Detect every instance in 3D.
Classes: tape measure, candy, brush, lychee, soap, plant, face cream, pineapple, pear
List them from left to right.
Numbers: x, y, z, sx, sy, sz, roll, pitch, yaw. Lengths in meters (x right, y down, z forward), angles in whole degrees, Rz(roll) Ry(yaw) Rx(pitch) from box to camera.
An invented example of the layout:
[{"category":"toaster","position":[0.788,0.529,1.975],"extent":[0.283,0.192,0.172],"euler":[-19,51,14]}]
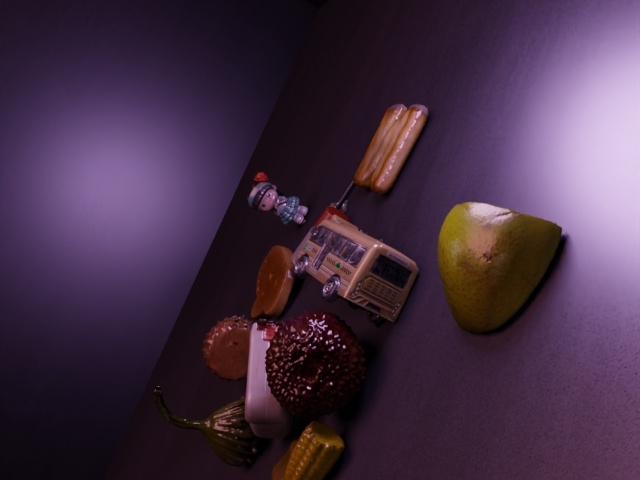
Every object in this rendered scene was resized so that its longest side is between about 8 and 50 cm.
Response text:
[{"category":"plant","position":[-0.325,0.527,1.839],"extent":[0.180,0.333,0.251],"euler":[-76,4,-68]},{"category":"pineapple","position":[-0.308,0.358,2.200],"extent":[0.223,0.223,0.357],"euler":[-63,9,-1]},{"category":"tape measure","position":[-0.127,0.382,1.681],"extent":[0.265,0.130,0.258],"euler":[85,-176,-54]},{"category":"soap","position":[-0.078,0.568,1.568],"extent":[0.140,0.045,0.089],"euler":[-56,24,17]},{"category":"candy","position":[-0.028,0.517,1.437],"extent":[0.199,0.106,0.094],"euler":[-61,39,17]},{"category":"lychee","position":[-0.011,0.287,1.504],"extent":[0.271,0.271,0.271],"euler":[-50,24,32]},{"category":"face cream","position":[0.000,0.000,2.011],"extent":[0.214,0.096,0.096],"euler":[-54,22,21]},{"category":"brush","position":[0.098,-0.188,2.099],"extent":[0.266,0.027,0.062],"euler":[-55,0,18]},{"category":"pear","position":[0.294,0.054,1.204],"extent":[0.288,0.139,0.239],"euler":[7,79,70]}]

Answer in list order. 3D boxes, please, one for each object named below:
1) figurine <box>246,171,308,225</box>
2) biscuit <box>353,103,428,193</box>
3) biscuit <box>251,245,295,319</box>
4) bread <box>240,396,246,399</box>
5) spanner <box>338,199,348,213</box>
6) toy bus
[{"category":"figurine","position":[-0.162,-0.150,2.372],"extent":[0.138,0.245,0.110],"euler":[-65,19,-3]},{"category":"biscuit","position":[0.211,-0.281,1.896],"extent":[0.291,0.062,0.237],"euler":[-63,21,1]},{"category":"biscuit","position":[-0.169,0.168,2.259],"extent":[0.287,0.057,0.344],"euler":[-65,20,9]},{"category":"bread","position":[-0.239,0.543,1.998],"extent":[0.036,0.047,0.083],"euler":[-22,37,15]},{"category":"spanner","position":[0.021,-0.042,2.127],"extent":[0.254,0.015,0.054],"euler":[-50,23,32]},{"category":"toy bus","position":[0.082,0.068,1.600],"extent":[0.202,0.177,0.365],"euler":[-61,27,1]}]
